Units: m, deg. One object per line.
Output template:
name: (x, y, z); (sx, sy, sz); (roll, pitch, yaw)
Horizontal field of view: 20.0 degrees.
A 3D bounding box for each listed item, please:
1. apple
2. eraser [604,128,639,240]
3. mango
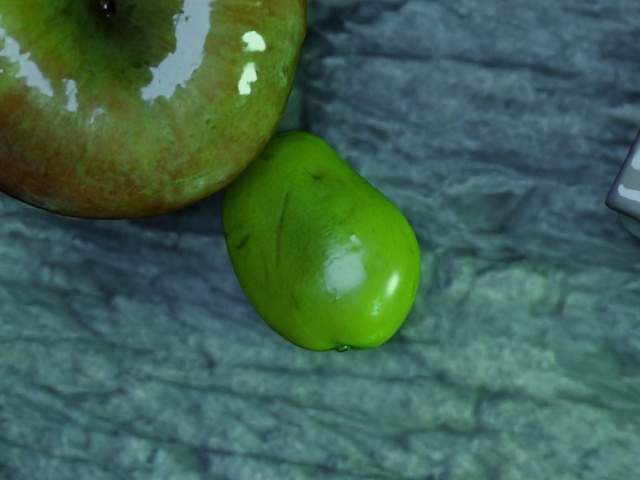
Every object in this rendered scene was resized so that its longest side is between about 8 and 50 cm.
apple: (-0.158, -0.160, 1.212); (0.277, 0.250, 0.309); (-33, 94, -8)
eraser: (0.397, -0.058, 1.153); (0.359, 0.122, 0.272); (23, 86, 14)
mango: (-0.004, 0.005, 1.228); (0.117, 0.089, 0.163); (-49, 64, 6)
